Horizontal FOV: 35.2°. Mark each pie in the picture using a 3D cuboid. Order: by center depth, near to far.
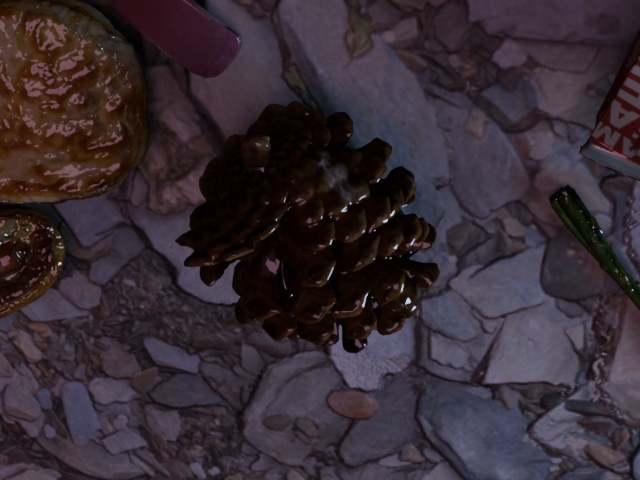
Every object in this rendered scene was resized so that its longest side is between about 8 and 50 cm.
[{"bbox_3d":[-0.244,-0.122,0.858,0.205,0.084,0.179,-4,117,14],"label":"pie"}]

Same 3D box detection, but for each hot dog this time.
[{"bbox_3d":[-0.312,0.022,0.963,0.147,0.065,0.099,-18,102,24],"label":"hot dog"}]

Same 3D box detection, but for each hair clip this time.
[{"bbox_3d":[-0.128,-0.190,0.829,0.137,0.022,0.054,41,122,-9],"label":"hair clip"}]

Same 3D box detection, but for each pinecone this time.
[{"bbox_3d":[0.001,0.001,0.808,0.212,0.168,0.185,42,78,-15],"label":"pinecone"}]

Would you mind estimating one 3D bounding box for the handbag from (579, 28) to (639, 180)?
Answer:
[{"bbox_3d":[0.306,-0.148,0.679,0.171,0.151,0.298,27,127,4],"label":"handbag"}]

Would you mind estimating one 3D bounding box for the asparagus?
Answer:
[{"bbox_3d":[0.267,0.047,0.854,0.023,0.022,0.233,-43,102,-17],"label":"asparagus"}]
